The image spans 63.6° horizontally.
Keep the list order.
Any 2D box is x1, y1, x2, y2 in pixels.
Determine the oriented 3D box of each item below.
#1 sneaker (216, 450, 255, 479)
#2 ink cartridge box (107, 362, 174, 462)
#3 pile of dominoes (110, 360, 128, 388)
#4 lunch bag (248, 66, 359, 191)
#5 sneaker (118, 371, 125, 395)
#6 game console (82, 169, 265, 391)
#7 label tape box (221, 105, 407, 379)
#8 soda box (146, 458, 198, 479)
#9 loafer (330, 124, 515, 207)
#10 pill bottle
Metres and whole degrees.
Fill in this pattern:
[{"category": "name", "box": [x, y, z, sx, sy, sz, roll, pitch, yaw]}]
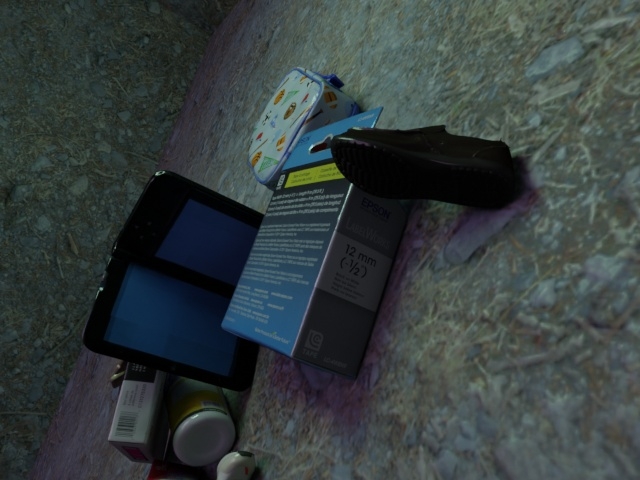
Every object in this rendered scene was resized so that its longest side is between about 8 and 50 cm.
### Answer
[{"category": "sneaker", "box": [-0.135, 0.382, 0.755, 0.161, 0.057, 0.075, -59, 29, 21]}, {"category": "ink cartridge box", "box": [-0.319, 0.313, 0.970, 0.371, 0.069, 0.176, 109, 167, -60]}, {"category": "pile of dominoes", "box": [-0.316, 0.201, 1.054, 0.040, 0.251, 0.196, 50, 123, 15]}, {"category": "lunch bag", "box": [-0.039, -0.220, 1.024, 0.243, 0.114, 0.303, -55, 28, 13]}, {"category": "sneaker", "box": [-0.509, 0.314, 1.430, 0.106, 0.101, 0.268, -41, 35, 43]}, {"category": "game console", "box": [-0.187, 0.073, 0.842, 0.250, 0.293, 0.173, -53, 31, 21]}, {"category": "label tape box", "box": [0.000, 0.000, 0.770, 0.249, 0.115, 0.348, 1, 67, 60]}, {"category": "soda box", "box": [-0.238, 0.413, 0.793, 0.263, 0.083, 0.092, 141, 144, -72]}, {"category": "loafer", "box": [0.118, -0.094, 0.605, 0.219, 0.080, 0.078, 16, 53, 21]}, {"category": "pill bottle", "box": [-0.218, 0.299, 0.916, 0.103, 0.103, 0.184, -62, 27, 6]}]
